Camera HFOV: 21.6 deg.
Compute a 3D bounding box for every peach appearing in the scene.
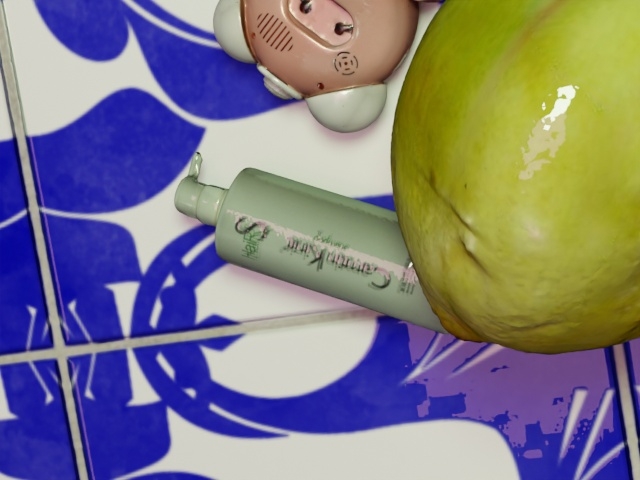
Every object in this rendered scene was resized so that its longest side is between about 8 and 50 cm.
[{"bbox_3d":[0.193,-0.079,1.222,0.281,0.314,0.316,44,135,39],"label":"peach"}]

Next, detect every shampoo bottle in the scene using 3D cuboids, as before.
[{"bbox_3d":[0.000,0.000,1.395,0.262,0.085,0.085,18,102,14],"label":"shampoo bottle"}]

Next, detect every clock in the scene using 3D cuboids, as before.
[{"bbox_3d":[0.003,-0.184,1.367,0.166,0.093,0.162,37,109,8],"label":"clock"}]
